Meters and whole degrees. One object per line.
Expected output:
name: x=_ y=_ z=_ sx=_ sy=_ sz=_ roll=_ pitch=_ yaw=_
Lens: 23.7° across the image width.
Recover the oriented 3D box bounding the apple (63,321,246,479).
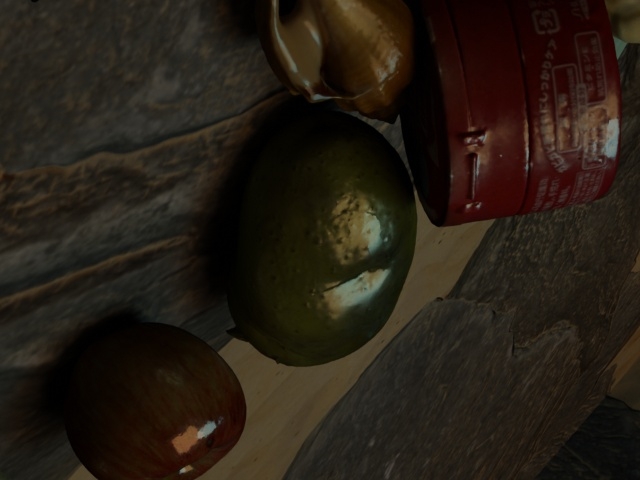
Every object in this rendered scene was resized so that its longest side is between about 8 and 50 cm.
apple: x=-0.141 y=0.138 z=1.265 sx=0.146 sy=0.131 sz=0.146 roll=-34 pitch=164 yaw=-11

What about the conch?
conch: x=-0.006 y=-0.178 z=1.110 sx=0.109 sy=0.093 sz=0.330 roll=-34 pitch=137 yaw=4

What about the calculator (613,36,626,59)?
calculator: x=0.267 y=-0.177 z=1.680 sx=0.295 sy=0.042 sz=0.184 roll=-54 pitch=158 yaw=5

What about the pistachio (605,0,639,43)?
pistachio: x=0.341 y=-0.298 z=1.513 sx=0.229 sy=0.157 sz=0.157 roll=-48 pitch=159 yaw=-24

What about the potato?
potato: x=0.000 y=0.000 z=1.315 sx=0.169 sy=0.143 sz=0.248 roll=-30 pitch=142 yaw=-34

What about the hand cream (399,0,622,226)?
hand cream: x=0.146 y=-0.128 z=1.236 sx=0.149 sy=0.230 sz=0.230 roll=-9 pitch=150 yaw=-3

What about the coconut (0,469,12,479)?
coconut: x=-0.283 y=0.253 z=1.039 sx=0.241 sy=0.241 sz=0.241 roll=-42 pitch=156 yaw=-23

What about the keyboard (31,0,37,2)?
keyboard: x=-0.138 y=-0.164 z=0.824 sx=0.067 sy=0.011 sz=0.202 roll=-51 pitch=-171 yaw=-5
